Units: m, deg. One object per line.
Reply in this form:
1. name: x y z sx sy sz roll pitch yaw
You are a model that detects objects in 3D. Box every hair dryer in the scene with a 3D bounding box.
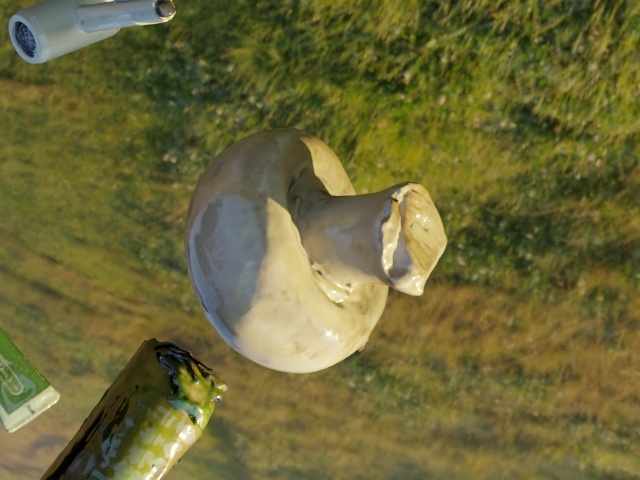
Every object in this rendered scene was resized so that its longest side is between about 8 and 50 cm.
1. hair dryer: -0.263 -0.267 1.159 0.236 0.131 0.073 8 123 40

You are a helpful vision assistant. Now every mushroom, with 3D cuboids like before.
1. mushroom: 0.000 0.000 1.121 0.290 0.297 0.297 -18 134 29

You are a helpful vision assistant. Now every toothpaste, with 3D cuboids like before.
1. toothpaste: -0.566 0.123 1.513 0.392 0.098 0.061 56 158 -7

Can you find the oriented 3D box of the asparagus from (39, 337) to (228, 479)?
1. asparagus: -0.248 0.278 0.997 0.128 0.382 0.108 17 156 51
